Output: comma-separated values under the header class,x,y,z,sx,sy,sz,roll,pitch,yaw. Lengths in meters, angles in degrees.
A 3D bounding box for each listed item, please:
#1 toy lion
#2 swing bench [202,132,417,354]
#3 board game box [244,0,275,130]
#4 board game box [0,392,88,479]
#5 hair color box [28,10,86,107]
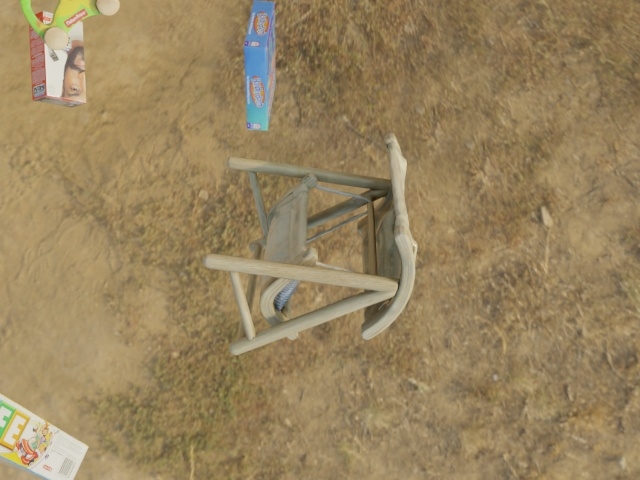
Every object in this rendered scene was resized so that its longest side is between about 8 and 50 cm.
class,x,y,z,sx,sy,sz,roll,pitch,yaw
toy lion,-0.254,-0.253,0.788,0.100,0.034,0.096,-38,122,-7
swing bench,0.000,0.000,1.061,0.254,0.253,0.165,-7,124,7
board game box,-0.123,-0.357,1.641,0.047,0.160,0.210,4,140,0
board game box,-0.201,0.081,0.409,0.103,0.026,0.154,12,154,21
hair color box,-0.514,-0.352,1.561,0.053,0.093,0.167,-6,86,36
